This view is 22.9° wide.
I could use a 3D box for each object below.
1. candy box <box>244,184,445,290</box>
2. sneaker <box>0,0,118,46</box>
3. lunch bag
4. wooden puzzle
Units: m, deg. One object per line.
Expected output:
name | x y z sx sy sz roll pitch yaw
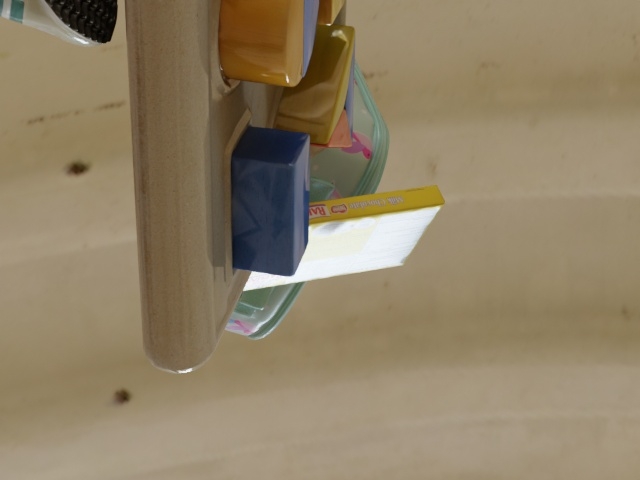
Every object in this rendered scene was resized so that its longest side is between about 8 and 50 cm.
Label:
candy box | 0.000 0.000 1.382 0.105 0.206 0.027 -56 -132 53
sneaker | -0.190 -0.161 0.933 0.075 0.057 0.161 2 -15 36
lunch bag | -0.052 -0.050 1.517 0.108 0.224 0.279 16 -59 -31
wooden puzzle | -0.029 -0.120 1.120 0.080 0.348 0.322 11 -55 14
